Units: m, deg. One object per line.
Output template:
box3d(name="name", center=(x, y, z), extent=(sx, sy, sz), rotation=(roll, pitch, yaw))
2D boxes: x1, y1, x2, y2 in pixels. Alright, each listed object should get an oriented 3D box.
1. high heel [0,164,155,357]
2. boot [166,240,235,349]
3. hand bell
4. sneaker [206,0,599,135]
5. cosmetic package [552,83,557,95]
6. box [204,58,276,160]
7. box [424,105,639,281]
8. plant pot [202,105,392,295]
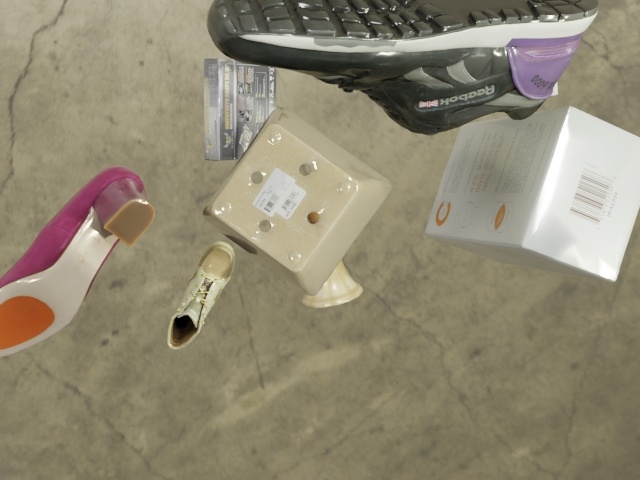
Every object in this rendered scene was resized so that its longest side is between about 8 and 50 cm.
box3d(name="high heel", center=(-0.430, 0.031, 1.295), extent=(0.377, 0.181, 0.127), rotation=(-39, 126, -5))
box3d(name="boot", center=(-0.253, 0.116, 1.680), extent=(0.077, 0.165, 0.213), rotation=(29, 112, -6))
box3d(name="hand bell", center=(0.000, 0.000, 1.591), extent=(0.126, 0.126, 0.242), rotation=(-14, 105, -5))
box3d(name="sneaker", center=(0.059, -0.123, 0.572), extent=(0.283, 0.107, 0.124), rotation=(-5, 136, -18))
box3d(name="cosmetic package", center=(0.477, -0.479, 1.874), extent=(0.138, 0.224, 0.224), rotation=(-8, 124, 20))
box3d(name="box", center=(-0.185, -0.303, 1.851), extent=(0.183, 0.056, 0.231), rotation=(-11, 105, -46))
box3d(name="box", center=(0.337, -0.073, 1.283), extent=(0.168, 0.345, 0.215), rotation=(20, 88, -17))
box3d(name="plant pot", center=(-0.020, -0.029, 0.567), extent=(0.109, 0.096, 0.109), rotation=(36, 93, 1))
